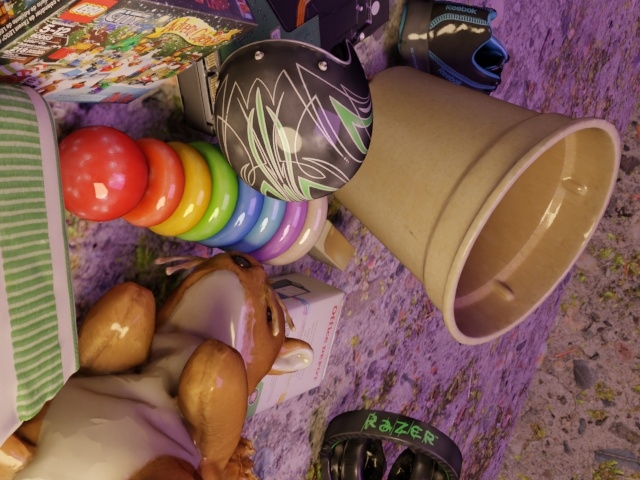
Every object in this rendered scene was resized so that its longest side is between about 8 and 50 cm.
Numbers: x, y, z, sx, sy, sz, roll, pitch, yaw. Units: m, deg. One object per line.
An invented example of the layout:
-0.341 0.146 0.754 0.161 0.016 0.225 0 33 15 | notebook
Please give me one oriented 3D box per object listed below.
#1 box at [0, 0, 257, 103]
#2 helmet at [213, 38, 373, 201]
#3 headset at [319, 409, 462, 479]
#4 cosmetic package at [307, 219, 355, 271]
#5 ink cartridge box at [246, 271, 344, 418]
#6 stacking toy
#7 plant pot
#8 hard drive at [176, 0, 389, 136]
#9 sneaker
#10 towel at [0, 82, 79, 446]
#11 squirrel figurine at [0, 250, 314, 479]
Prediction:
-0.173 -0.164 0.675 0.233 0.159 0.044 -18 85 -65 | box
-0.026 -0.121 0.833 0.161 0.170 0.169 -59 158 -60 | helmet
0.123 0.402 1.549 0.394 0.244 0.185 99 8 -51 | headset
0.000 0.000 1.209 0.041 0.060 0.115 -63 152 -9 | cosmetic package
-0.070 0.138 1.150 0.212 0.093 0.154 -9 118 -56 | ink cartridge box
-0.133 -0.050 0.884 0.330 0.141 0.141 7 104 -57 | stacking toy
0.178 -0.081 1.161 0.334 0.305 0.333 -31 142 -28 | plant pot
-0.037 -0.293 0.942 0.339 0.064 0.236 -44 144 -37 | hard drive
0.222 -0.240 1.318 0.341 0.140 0.125 51 48 -60 | sneaker
-0.227 0.033 0.520 0.325 0.038 0.247 -72 163 -74 | towel
-0.166 0.203 0.888 0.370 0.281 0.396 -57 160 -50 | squirrel figurine
